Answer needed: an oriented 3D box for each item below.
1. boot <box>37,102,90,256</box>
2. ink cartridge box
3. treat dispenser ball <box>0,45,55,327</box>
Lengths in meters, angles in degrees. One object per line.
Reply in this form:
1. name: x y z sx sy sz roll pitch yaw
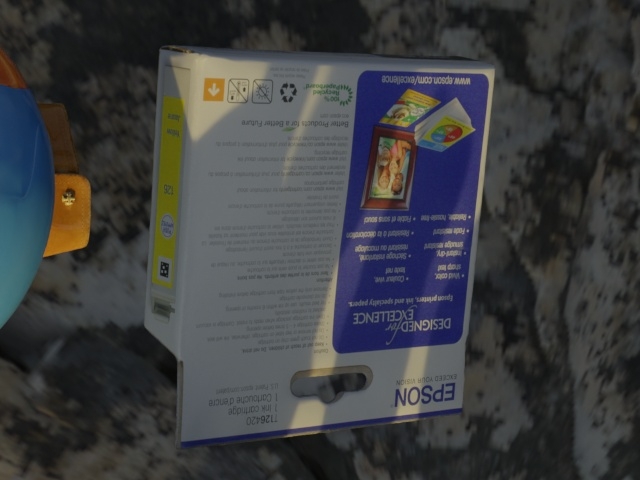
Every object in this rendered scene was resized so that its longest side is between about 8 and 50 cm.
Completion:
1. boot: -0.314 0.011 1.736 0.211 0.104 0.295 1 86 -30
2. ink cartridge box: 0.000 0.000 1.529 0.303 0.072 0.307 -2 103 -38
3. treat dispenser ball: -0.321 -0.037 1.251 0.288 0.288 0.288 -1 77 4
